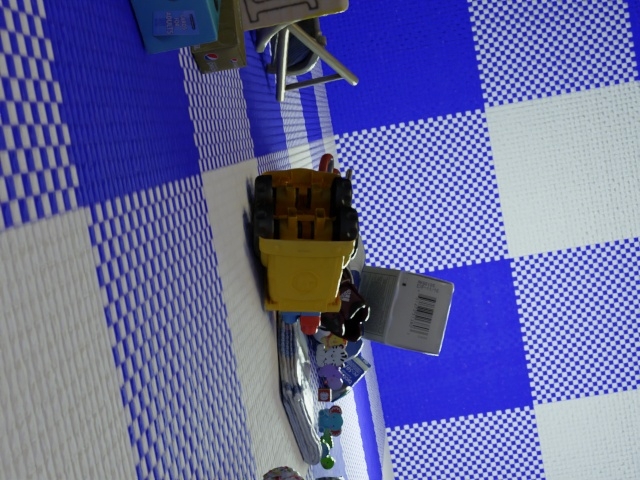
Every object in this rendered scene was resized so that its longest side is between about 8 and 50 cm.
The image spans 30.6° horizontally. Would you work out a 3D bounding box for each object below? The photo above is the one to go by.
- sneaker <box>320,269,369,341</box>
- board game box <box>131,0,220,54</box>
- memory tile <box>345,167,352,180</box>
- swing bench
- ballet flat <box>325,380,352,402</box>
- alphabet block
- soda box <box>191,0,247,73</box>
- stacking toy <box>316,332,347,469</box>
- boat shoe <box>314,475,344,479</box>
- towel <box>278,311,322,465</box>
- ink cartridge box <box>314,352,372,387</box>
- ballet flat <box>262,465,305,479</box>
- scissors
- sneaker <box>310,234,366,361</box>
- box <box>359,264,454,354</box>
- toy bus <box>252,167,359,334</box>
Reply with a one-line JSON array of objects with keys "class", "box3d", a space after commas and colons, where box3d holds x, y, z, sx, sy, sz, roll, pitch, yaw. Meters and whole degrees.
[{"class": "sneaker", "box3d": [0.018, 0.046, 1.896, 0.162, 0.106, 0.281, 40, -25, 56]}, {"class": "board game box", "box3d": [-0.166, -0.392, 1.231, 0.336, 0.079, 0.254, -93, 172, -52]}, {"class": "memory tile", "box3d": [0.041, -0.055, 2.107, 0.148, 0.012, 0.113, -76, 172, -61]}, {"class": "swing bench", "box3d": [-0.048, -0.443, 2.189, 0.255, 0.165, 0.253, 60, 21, -60]}, {"class": "ballet flat", "box3d": [0.030, 0.290, 2.323, 0.052, 0.057, 0.168, 53, -2, 7]}, {"class": "alphabet block", "box3d": [-0.068, -0.465, 1.803, 0.192, 0.193, 0.197, -92, 171, -49]}, {"class": "soda box", "box3d": [-0.136, -0.307, 1.494, 0.058, 0.061, 0.181, 69, 13, -68]}, {"class": "stacking toy", "box3d": [0.021, 0.269, 1.989, 0.167, 0.052, 0.221, -3, 94, -87]}, {"class": "boat shoe", "box3d": [0.030, 0.429, 1.902, 0.183, 0.065, 0.083, 61, 21, -72]}, {"class": "towel", "box3d": [-0.034, 0.188, 1.849, 0.209, 0.034, 0.285, 76, 7, -47]}, {"class": "ink cartridge box", "box3d": [0.047, 0.236, 2.304, 0.097, 0.046, 0.207, 43, 1, 7]}, {"class": "ballet flat", "box3d": [-0.042, 0.343, 1.240, 0.077, 0.091, 0.241, 40, 32, -47]}, {"class": "scissors", "box3d": [0.000, 0.000, 2.011, 0.109, 0.021, 0.297, 45, 53, -71]}, {"class": "sneaker", "box3d": [0.019, 0.050, 2.155, 0.182, 0.127, 0.315, 75, 9, -63]}, {"class": "box", "box3d": [0.122, 0.127, 2.278, 0.311, 0.121, 0.148, 9, -94, 67]}, {"class": "toy bus", "box3d": [-0.026, 0.021, 1.731, 0.220, 0.149, 0.211, -96, -173, -59]}]
